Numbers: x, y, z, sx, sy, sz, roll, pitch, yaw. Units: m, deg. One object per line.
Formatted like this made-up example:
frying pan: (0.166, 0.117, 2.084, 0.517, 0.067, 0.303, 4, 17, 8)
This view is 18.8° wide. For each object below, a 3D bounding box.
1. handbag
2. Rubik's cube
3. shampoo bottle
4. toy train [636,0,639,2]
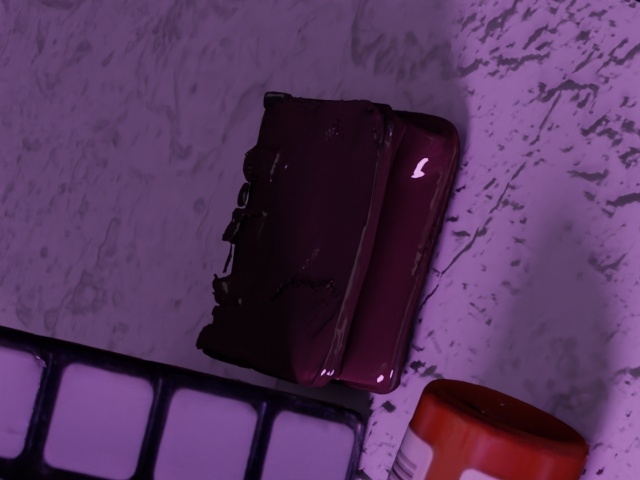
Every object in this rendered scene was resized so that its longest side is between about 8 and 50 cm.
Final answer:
handbag: (0.003, 0.001, 1.367, 0.216, 0.074, 0.203, 8, 83, 61)
Rubik's cube: (-0.221, 0.233, 1.358, 0.344, 0.344, 0.337, 5, 81, 60)
shampoo bottle: (0.060, 0.226, 1.135, 0.104, 0.104, 0.278, 34, 105, 58)
toy train: (0.201, -0.259, 1.062, 0.138, 0.178, 0.330, -34, 50, 48)
